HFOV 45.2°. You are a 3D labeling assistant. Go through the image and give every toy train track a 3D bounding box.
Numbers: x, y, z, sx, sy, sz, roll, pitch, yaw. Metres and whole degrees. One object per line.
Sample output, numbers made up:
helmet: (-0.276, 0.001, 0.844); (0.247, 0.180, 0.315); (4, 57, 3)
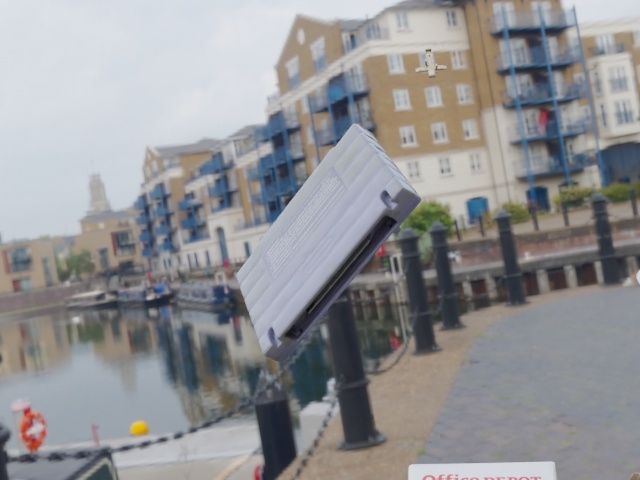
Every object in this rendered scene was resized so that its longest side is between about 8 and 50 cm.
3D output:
toy train track: (0.173, -0.284, 1.210); (0.048, 0.014, 0.083); (-5, 43, 6)

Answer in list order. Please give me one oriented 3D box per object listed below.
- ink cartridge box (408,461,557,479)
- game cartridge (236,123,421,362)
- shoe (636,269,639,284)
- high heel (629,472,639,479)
ink cartridge box: (0.216, 0.439, 0.995); (0.207, 0.117, 0.283); (-5, 45, 11)
game cartridge: (0.000, 0.000, 1.260); (0.068, 0.355, 0.230); (29, 21, -29)
shoe: (0.628, 0.076, 1.362); (0.064, 0.081, 0.178); (25, 23, -10)
high heel: (0.481, 0.451, 1.117); (0.117, 0.243, 0.082); (10, 3, -14)
